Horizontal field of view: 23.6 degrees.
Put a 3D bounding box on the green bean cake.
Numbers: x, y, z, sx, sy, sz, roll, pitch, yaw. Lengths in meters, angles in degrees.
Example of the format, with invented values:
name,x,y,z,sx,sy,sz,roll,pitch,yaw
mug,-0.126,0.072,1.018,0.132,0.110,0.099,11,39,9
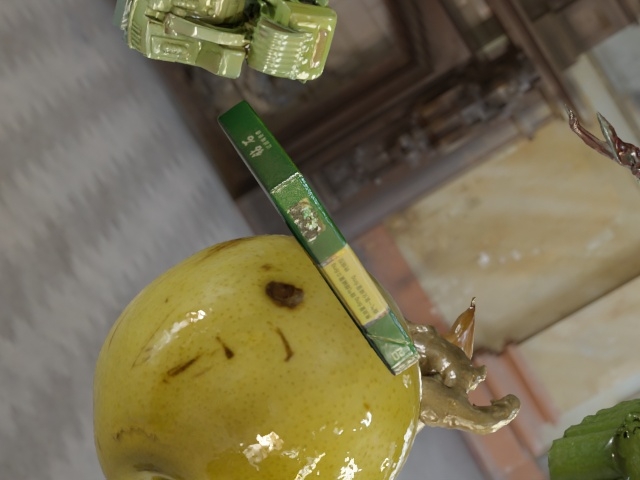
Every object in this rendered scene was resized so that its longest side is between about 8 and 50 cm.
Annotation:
name,x,y,z,sx,sy,sz,roll,pitch,yaw
green bean cake,0.350,0.279,1.642,0.200,0.113,0.214,-15,88,-46

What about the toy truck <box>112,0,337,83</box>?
name,x,y,z,sx,sy,sz,roll,pitch,yaw
toy truck,-0.076,-0.186,1.323,0.191,0.085,0.116,5,24,-31

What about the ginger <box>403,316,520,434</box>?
name,x,y,z,sx,sy,sz,roll,pitch,yaw
ginger,0.125,0.151,1.923,0.149,0.065,0.258,-3,37,-43

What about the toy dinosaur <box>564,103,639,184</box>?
name,x,y,z,sx,sy,sz,roll,pitch,yaw
toy dinosaur,0.310,-0.087,1.563,0.108,0.032,0.220,34,10,-41

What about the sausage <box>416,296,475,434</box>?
name,x,y,z,sx,sy,sz,roll,pitch,yaw
sausage,0.128,0.217,2.218,0.112,0.328,0.112,44,-3,3

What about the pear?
name,x,y,z,sx,sy,sz,roll,pitch,yaw
pear,-0.068,0.167,1.609,0.348,0.348,0.348,55,13,-18

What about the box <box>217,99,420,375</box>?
name,x,y,z,sx,sy,sz,roll,pitch,yaw
box,0.000,0.000,1.276,0.235,0.034,0.132,56,-1,-39
